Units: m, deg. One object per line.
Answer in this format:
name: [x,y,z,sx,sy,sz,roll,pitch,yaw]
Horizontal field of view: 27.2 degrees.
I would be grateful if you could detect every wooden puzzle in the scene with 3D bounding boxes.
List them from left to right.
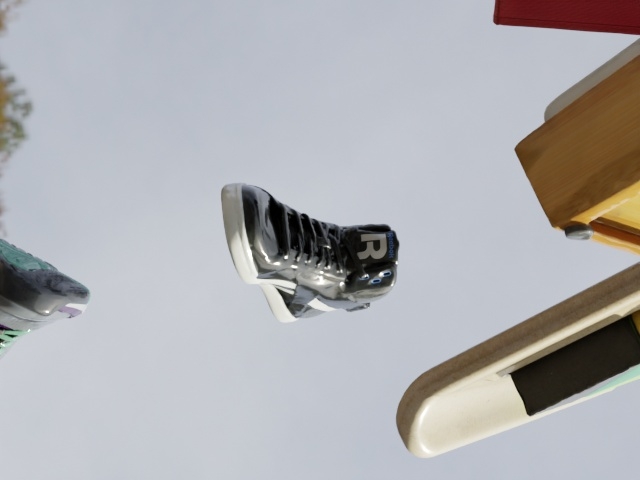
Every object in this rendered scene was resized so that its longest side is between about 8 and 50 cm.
wooden puzzle: [0.169,0.011,0.503,0.238,0.221,0.044,-37,-107,29]

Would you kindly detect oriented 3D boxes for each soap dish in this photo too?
soap dish: [0.332,-0.055,1.030,0.229,0.290,0.118,-37,-137,57]

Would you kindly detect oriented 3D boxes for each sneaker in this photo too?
sneaker: [-0.217,0.056,0.909,0.098,0.083,0.223,-62,-167,-5]
sneaker: [0.000,0.000,1.069,0.121,0.217,0.079,-10,-112,9]

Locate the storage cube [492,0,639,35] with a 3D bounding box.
storage cube: [0.241,-0.277,1.023,0.214,0.184,0.193,5,-64,11]
